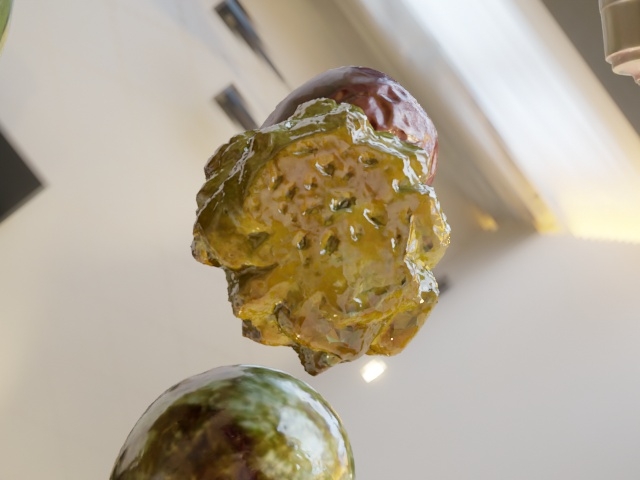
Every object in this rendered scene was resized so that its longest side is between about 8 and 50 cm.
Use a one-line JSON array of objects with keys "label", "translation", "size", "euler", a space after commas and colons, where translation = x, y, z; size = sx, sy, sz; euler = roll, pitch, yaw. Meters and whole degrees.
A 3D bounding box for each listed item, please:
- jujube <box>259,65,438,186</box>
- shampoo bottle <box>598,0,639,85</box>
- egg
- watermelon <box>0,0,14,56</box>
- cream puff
[{"label": "jujube", "translation": [0.000, -0.065, 1.837], "size": [0.255, 0.190, 0.190], "euler": [-40, -170, 1]}, {"label": "shampoo bottle", "translation": [0.277, -0.252, 1.496], "size": [0.092, 0.303, 0.092], "euler": [-3, 173, 0]}, {"label": "egg", "translation": [-0.102, 0.260, 1.821], "size": [0.289, 0.238, 0.238], "euler": [-38, -170, 8]}, {"label": "watermelon", "translation": [-0.420, -0.185, 1.654], "size": [0.331, 0.189, 0.331], "euler": [-21, 168, -5]}, {"label": "cream puff", "translation": [0.001, -0.006, 1.608], "size": [0.244, 0.244, 0.196], "euler": [-40, -151, -13]}]
